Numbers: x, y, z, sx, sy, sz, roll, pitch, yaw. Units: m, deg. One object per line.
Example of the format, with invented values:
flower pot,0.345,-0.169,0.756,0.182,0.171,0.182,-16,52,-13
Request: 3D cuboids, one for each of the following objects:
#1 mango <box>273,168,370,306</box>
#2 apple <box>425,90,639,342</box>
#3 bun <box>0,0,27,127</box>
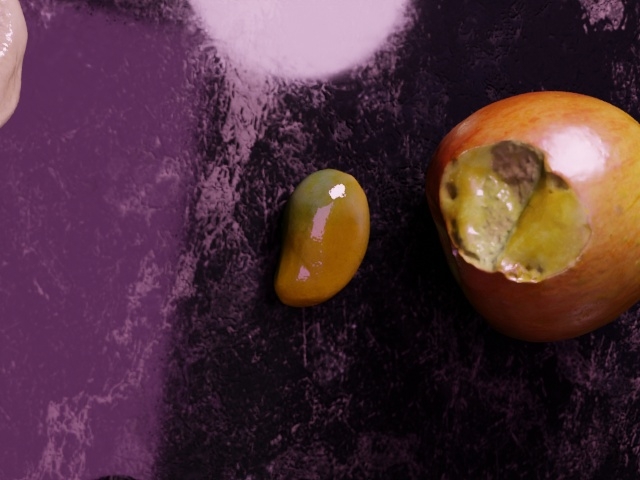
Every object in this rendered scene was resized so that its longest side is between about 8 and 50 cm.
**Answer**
mango,0.003,-0.001,1.515,0.122,0.085,0.191,11,93,-32
apple,0.306,-0.038,1.494,0.339,0.339,0.339,1,87,-23
bun,-0.458,-0.216,1.286,0.259,0.160,0.259,13,67,-33
